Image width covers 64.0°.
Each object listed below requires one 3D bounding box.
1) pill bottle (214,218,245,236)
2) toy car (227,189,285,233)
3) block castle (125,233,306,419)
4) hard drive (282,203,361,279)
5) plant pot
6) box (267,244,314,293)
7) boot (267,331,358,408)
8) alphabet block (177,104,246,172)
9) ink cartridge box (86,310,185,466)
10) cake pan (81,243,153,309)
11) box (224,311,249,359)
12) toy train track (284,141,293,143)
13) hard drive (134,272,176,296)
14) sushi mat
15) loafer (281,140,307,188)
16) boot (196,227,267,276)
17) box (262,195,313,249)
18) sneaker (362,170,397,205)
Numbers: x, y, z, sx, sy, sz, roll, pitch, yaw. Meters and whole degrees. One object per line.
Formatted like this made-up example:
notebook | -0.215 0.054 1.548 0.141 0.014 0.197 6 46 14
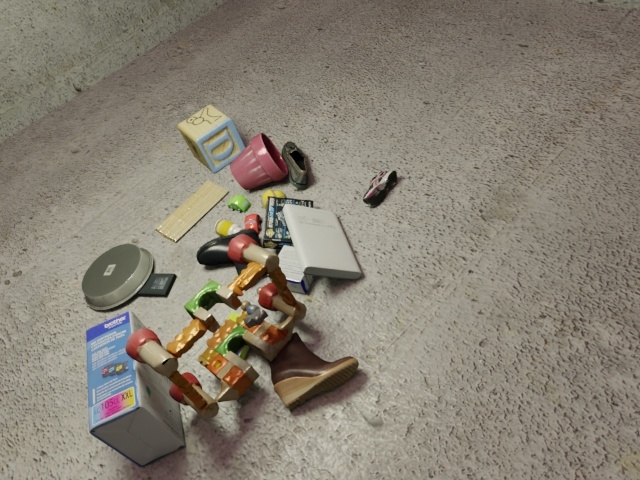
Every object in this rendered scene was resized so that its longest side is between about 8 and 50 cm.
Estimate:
pill bottle | -0.338 -0.037 1.930 0.116 0.065 0.065 19 58 33
toy car | -0.281 -0.136 2.006 0.224 0.053 0.239 17 57 30
block castle | -0.279 0.233 1.440 0.212 0.303 0.453 20 57 42
hard drive | 0.000 0.000 1.720 0.202 0.040 0.308 8 40 -27
plant pot | -0.256 -0.302 2.067 0.180 0.201 0.201 -31 45 12
box | -0.086 0.096 1.717 0.126 0.072 0.137 9 53 25
boot | -0.035 0.339 1.469 0.248 0.090 0.207 -28 48 -1
alphabet block | -0.477 -0.450 2.261 0.192 0.193 0.197 -36 48 -16
ink cartridge box | -0.533 0.395 1.470 0.151 0.270 0.396 -23 46 -3
cake pan | -0.773 0.125 1.929 0.293 0.054 0.293 -14 45 15
box | -0.271 0.316 1.605 0.108 0.042 0.178 7 53 25
toy train track | -0.130 -0.414 2.230 0.048 0.014 0.083 -40 50 -17
hard drive | -0.604 0.162 1.875 0.135 0.022 0.094 0 50 19
sushi mat | -0.529 -0.125 2.108 0.151 0.019 0.316 24 61 34
loafer | -0.092 -0.324 2.071 0.096 0.084 0.268 2 46 -22
boot | -0.303 0.071 1.800 0.246 0.094 0.207 -22 42 -9
box | -0.114 -0.062 1.843 0.175 0.051 0.220 5 48 -6
sneaker | 0.207 -0.194 1.889 0.077 0.072 0.178 15 47 44
